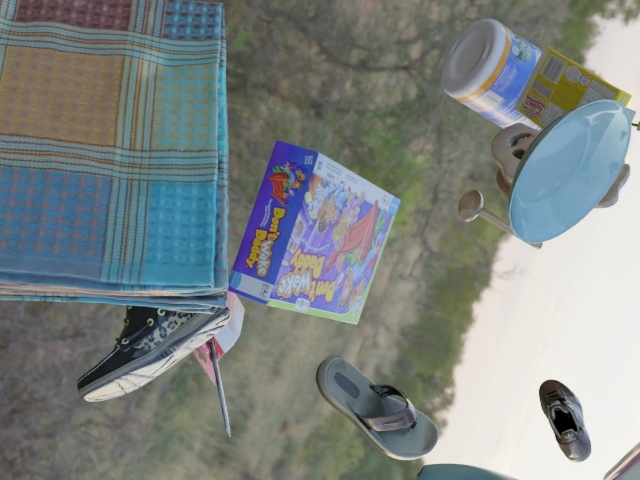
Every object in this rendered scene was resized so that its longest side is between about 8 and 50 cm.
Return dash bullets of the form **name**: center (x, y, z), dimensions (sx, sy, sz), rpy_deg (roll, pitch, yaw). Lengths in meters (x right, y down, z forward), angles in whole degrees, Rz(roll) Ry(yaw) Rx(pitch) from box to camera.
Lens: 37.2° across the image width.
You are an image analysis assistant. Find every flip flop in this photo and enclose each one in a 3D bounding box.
- **flip flop**: center (0.112, 0.299, 1.717), dimensions (0.080, 0.277, 0.112), rpy_deg (-31, -156, 45)

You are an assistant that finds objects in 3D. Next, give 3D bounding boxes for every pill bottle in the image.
- **pill bottle**: center (0.363, -0.267, 1.697), dimensions (0.152, 0.272, 0.152), rpy_deg (-42, -145, 38)

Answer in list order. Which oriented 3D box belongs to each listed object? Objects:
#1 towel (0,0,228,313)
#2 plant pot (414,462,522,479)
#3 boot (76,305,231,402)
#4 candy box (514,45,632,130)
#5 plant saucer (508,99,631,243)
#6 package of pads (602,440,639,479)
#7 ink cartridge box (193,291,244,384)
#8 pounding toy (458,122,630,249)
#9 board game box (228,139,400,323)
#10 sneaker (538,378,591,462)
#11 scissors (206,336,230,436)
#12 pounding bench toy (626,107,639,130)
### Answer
- **towel**: center (-0.224, -0.107, 0.925), dimensions (0.040, 0.271, 0.370), rpy_deg (111, -20, -57)
- **plant pot**: center (0.190, 0.422, 1.203), dimensions (0.293, 0.235, 0.293), rpy_deg (-59, 170, -17)
- **boot**: center (-0.266, 0.102, 1.343), dimensions (0.236, 0.179, 0.085), rpy_deg (-33, 162, -5)
- **candy box**: center (0.354, -0.197, 1.354), dimensions (0.105, 0.027, 0.206), rpy_deg (-67, -153, 21)
- **plant saucer**: center (0.285, -0.087, 1.123), dimensions (0.195, 0.037, 0.195), rpy_deg (-24, 138, -24)
- **package of pads**: center (0.696, 0.444, 1.922), dimensions (0.296, 0.101, 0.229), rpy_deg (-45, 164, 13)
- **ink cartridge box**: center (-0.191, 0.145, 1.716), dimensions (0.179, 0.045, 0.145), rpy_deg (-88, 160, -47)
- **pounding toy**: center (0.361, -0.091, 1.534), dimensions (0.154, 0.269, 0.155), rpy_deg (-75, 154, -49)
- **board game box**: center (0.000, 0.000, 1.520), dimensions (0.347, 0.078, 0.233), rpy_deg (20, 89, -64)
- **sneaker**: center (0.413, 0.289, 1.619), dimensions (0.071, 0.066, 0.188), rpy_deg (59, 9, -31)
- **scissors**: center (-0.172, 0.172, 1.529), dimensions (0.109, 0.021, 0.297), rpy_deg (103, -27, -73)
- **pounding bench toy**: center (0.584, -0.234, 1.851), dimensions (0.065, 0.083, 0.052), rpy_deg (-98, -152, -78)
